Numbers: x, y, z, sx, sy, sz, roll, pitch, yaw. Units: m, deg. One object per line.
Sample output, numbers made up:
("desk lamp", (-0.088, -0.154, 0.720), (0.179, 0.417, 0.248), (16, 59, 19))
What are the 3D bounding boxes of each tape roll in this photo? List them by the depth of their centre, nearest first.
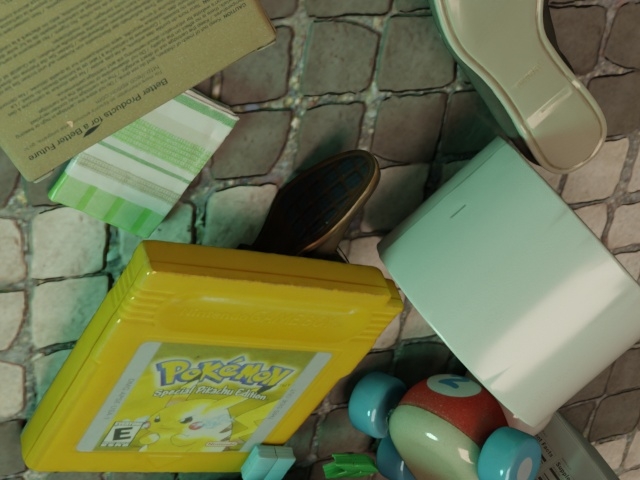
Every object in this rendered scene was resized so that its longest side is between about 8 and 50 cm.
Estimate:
("tape roll", (0.197, 0.039, 1.189), (0.169, 0.246, 0.246), (-41, 133, 8))

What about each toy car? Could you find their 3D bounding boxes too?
("toy car", (0.197, 0.185, 1.377), (0.238, 0.219, 0.210), (-52, 138, -24))

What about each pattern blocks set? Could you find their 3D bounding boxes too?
("pattern blocks set", (-0.070, 0.342, 1.405), (0.285, 0.026, 0.325), (17, 128, -37))

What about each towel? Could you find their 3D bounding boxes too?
("towel", (-0.158, -0.079, 1.064), (0.113, 0.023, 0.152), (26, 112, -37))

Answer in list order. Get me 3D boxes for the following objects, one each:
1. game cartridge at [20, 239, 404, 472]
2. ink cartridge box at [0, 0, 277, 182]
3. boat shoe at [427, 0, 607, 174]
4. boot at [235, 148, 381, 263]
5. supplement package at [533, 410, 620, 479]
("game cartridge", (-0.107, 0.129, 1.176), (0.285, 0.053, 0.324), (7, 138, -32))
("ink cartridge box", (-0.179, -0.185, 0.917), (0.234, 0.088, 0.193), (-31, 135, -3))
("boat shoe", (0.163, -0.194, 1.105), (0.112, 0.095, 0.335), (-37, 129, 0))
("boot", (0.000, 0.000, 1.177), (0.219, 0.082, 0.106), (-43, 143, 23))
("supplement package", (0.266, 0.376, 1.526), (0.262, 0.198, 0.199), (-40, 133, 7))
